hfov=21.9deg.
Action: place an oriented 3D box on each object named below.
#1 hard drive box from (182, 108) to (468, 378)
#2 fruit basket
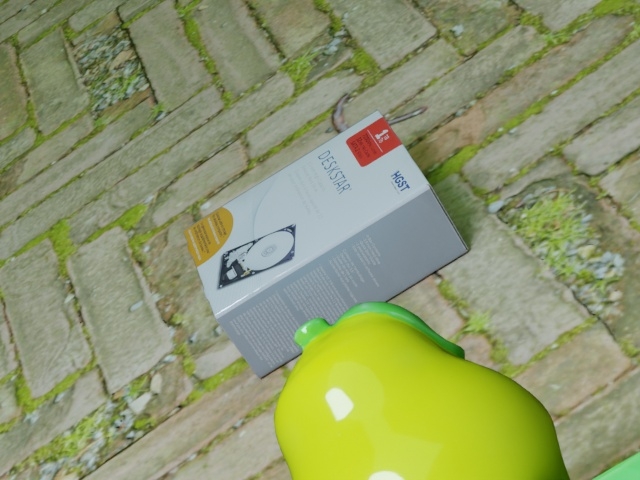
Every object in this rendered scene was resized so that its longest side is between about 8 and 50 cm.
[{"bbox_3d":[0.000,0.000,1.587,0.232,0.089,0.181,-32,31,1],"label":"hard drive box"},{"bbox_3d":[0.104,0.221,0.968,0.392,0.283,0.392,-15,48,18],"label":"fruit basket"}]
